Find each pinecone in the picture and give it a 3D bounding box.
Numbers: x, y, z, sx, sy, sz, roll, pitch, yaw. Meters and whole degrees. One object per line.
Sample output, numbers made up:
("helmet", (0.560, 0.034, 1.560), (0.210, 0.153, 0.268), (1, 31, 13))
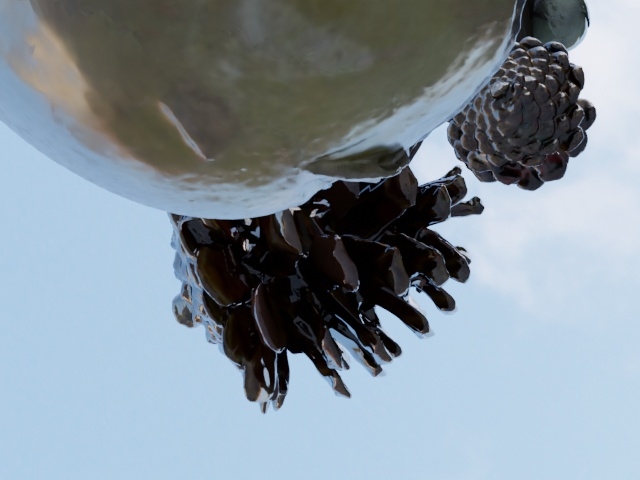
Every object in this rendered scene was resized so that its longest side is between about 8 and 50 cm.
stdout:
("pinecone", (0.128, -0.083, 1.004), (0.102, 0.109, 0.102), (0, -84, -1))
("pinecone", (0.000, -0.005, 1.199), (0.264, 0.264, 0.264), (-5, -70, -14))

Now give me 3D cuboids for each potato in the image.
("potato", (-0.076, -0.058, 0.473), (0.100, 0.261, 0.120), (-29, -51, -50))

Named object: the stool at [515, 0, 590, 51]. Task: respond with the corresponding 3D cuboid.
("stool", (0.137, -0.167, 1.254), (0.217, 0.125, 0.121), (-14, -85, -20))
